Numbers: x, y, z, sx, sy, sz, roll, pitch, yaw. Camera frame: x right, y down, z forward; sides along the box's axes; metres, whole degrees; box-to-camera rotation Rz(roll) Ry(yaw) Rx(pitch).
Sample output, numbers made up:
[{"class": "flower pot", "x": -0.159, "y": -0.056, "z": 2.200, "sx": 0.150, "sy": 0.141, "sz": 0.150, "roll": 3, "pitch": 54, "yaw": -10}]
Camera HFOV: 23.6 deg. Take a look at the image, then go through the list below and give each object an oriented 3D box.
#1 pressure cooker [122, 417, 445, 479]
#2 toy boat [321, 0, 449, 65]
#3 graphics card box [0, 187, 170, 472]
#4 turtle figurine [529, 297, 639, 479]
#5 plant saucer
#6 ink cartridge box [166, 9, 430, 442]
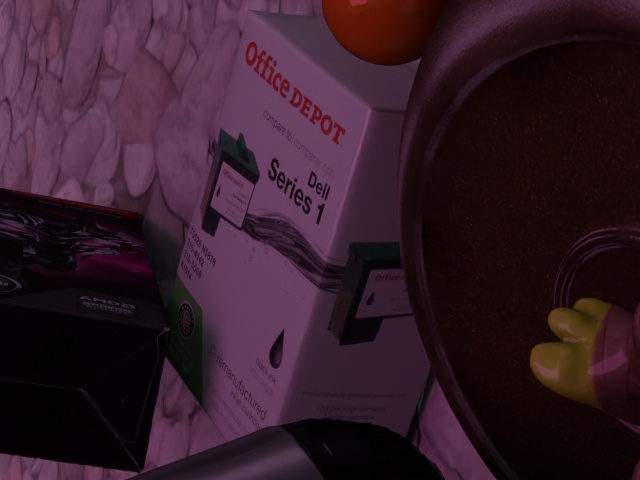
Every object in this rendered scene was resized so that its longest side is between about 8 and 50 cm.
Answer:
[{"class": "pressure cooker", "x": -0.109, "y": 0.282, "z": 0.525, "sx": 0.375, "sy": 0.420, "sz": 0.370, "roll": 84, "pitch": 162, "yaw": -50}, {"class": "toy boat", "x": 0.071, "y": -0.127, "z": 0.664, "sx": 0.151, "sy": 0.151, "sz": 0.231, "roll": 62, "pitch": -175, "yaw": -51}, {"class": "graphics card box", "x": -0.227, "y": 0.033, "z": 0.983, "sx": 0.371, "sy": 0.233, "sz": 0.094, "roll": -125, "pitch": 47, "yaw": -75}, {"class": "turtle figurine", "x": 0.121, "y": 0.013, "z": 0.406, "sx": 0.217, "sy": 0.087, "sz": 0.269, "roll": 117, "pitch": 153, "yaw": -61}, {"class": "plant saucer", "x": 0.130, "y": 0.028, "z": 0.545, "sx": 0.310, "sy": 0.050, "sz": 0.310, "roll": 31, "pitch": 135, "yaw": 37}, {"class": "ink cartridge box", "x": 0.000, "y": 0.000, "z": 0.848, "sx": 0.160, "sy": 0.093, "sz": 0.219, "roll": 44, "pitch": 124, "yaw": 52}]
